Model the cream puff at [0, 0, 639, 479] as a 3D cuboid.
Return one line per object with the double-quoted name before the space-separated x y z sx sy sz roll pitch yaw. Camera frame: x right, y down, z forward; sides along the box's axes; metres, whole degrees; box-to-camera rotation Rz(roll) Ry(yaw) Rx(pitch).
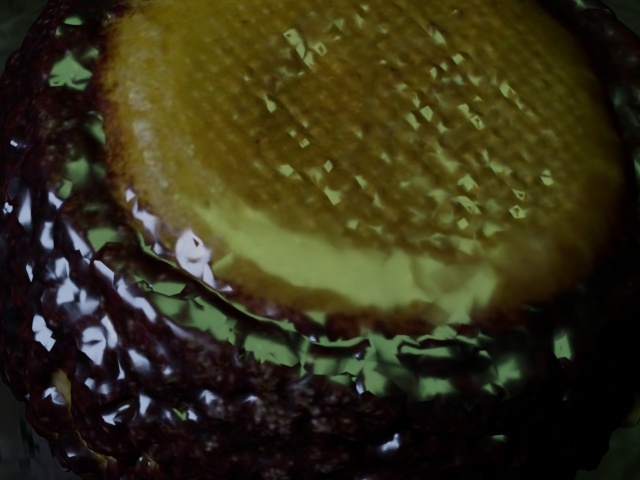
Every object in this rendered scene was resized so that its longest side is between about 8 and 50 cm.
"cream puff" 0.000 0.000 0.617 0.239 0.165 0.239 6 52 -8
